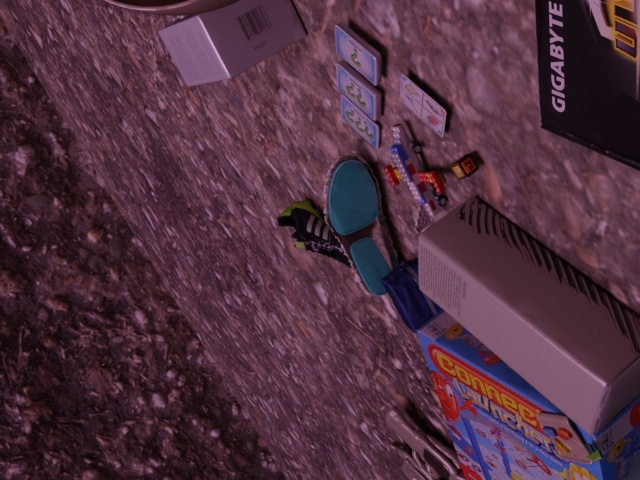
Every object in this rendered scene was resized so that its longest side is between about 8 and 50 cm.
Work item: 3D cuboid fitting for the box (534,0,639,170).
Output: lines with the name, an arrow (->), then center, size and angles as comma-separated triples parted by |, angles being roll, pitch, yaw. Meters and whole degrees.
box -> 0.257, -0.179, 0.569 | 0.257, 0.079, 0.322 | 34, 150, 42

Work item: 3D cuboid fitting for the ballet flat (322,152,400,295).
ballet flat -> 0.053, -0.026, 1.245 | 0.077, 0.091, 0.241 | -110, 3, -60

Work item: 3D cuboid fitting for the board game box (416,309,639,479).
board game box -> 0.287, 0.262, 1.134 | 0.308, 0.086, 0.302 | 28, 145, 52

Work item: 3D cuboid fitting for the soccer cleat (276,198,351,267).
soccer cleat -> 0.000, 0.000, 1.401 | 0.179, 0.072, 0.060 | 41, 155, 35

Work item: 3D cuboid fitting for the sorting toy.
sorting toy -> 0.276, 0.221, 0.957 | 0.062, 0.012, 0.083 | 59, 159, -7

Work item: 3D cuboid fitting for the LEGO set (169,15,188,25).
LEGO set -> -0.239, -0.458, 1.273 | 0.132, 0.107, 0.287 | -4, 119, 27

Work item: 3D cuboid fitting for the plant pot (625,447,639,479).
plant pot -> 0.394, 0.305, 0.810 | 0.293, 0.196, 0.293 | 46, 157, 26

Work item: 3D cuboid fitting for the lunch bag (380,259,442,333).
lunch bag -> 0.134, 0.074, 1.228 | 0.098, 0.065, 0.067 | 61, 174, -15

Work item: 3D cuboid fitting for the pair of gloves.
pair of gloves -> 0.205, 0.416, 1.609 | 0.204, 0.042, 0.240 | 39, 156, 30

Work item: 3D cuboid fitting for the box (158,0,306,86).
box -> -0.123, -0.282, 1.176 | 0.170, 0.130, 0.091 | 12, 133, 62

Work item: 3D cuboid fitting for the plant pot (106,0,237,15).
plant pot -> -0.133, -0.371, 0.938 | 0.284, 0.284, 0.191 | 53, -166, 9

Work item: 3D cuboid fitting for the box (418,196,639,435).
box -> 0.234, 0.078, 0.971 | 0.275, 0.094, 0.113 | 42, 155, 32

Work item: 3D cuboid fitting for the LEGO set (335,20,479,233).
LEGO set -> 0.088, -0.126, 1.050 | 0.244, 0.060, 0.182 | 46, 161, 25
